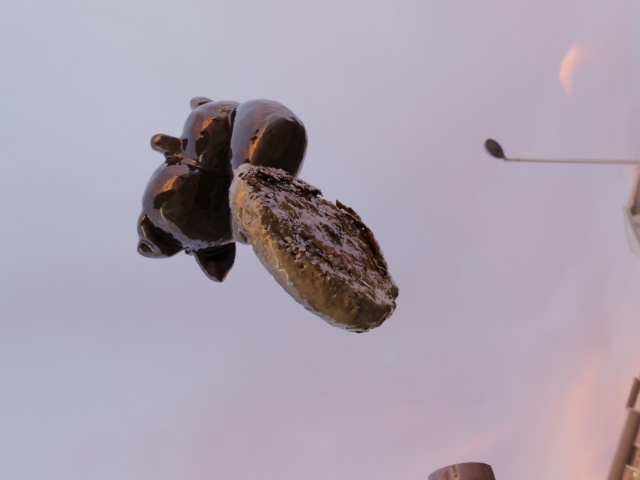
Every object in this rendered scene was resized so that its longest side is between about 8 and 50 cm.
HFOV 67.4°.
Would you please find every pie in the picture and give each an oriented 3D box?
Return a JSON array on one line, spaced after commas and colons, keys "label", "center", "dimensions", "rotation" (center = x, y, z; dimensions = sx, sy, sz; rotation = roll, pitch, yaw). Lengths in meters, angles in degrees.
[{"label": "pie", "center": [0.000, 0.000, 0.592], "dimensions": [0.274, 0.274, 0.055], "rotation": [24, -61, -42]}]

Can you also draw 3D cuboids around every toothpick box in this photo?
[{"label": "toothpick box", "center": [0.211, 0.397, 0.657], "dimensions": [0.098, 0.098, 0.149], "rotation": [43, -152, -38]}]

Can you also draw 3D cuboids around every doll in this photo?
[{"label": "doll", "center": [-0.210, -0.100, 0.915], "dimensions": [0.252, 0.379, 0.382], "rotation": [15, -87, -21]}]
